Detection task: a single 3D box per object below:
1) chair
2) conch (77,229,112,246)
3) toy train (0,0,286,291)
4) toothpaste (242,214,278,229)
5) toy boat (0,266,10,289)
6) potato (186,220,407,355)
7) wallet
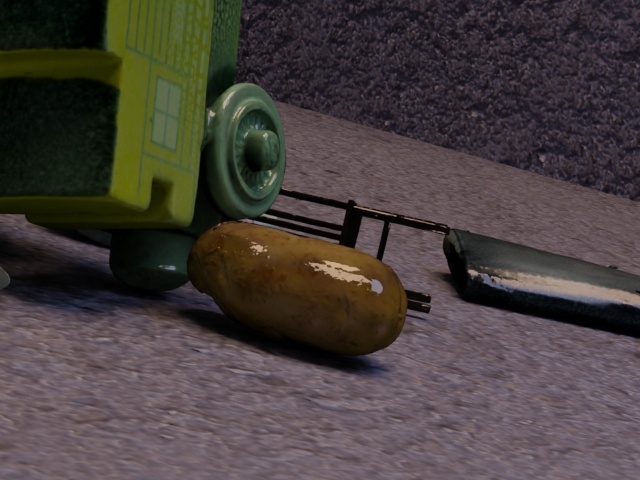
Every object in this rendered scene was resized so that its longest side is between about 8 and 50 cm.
[{"bbox_3d":[0.000,0.000,1.656,0.212,0.084,0.101,13,3,2],"label":"chair"},{"bbox_3d":[-0.171,-0.052,1.653,0.153,0.102,0.135,17,34,18],"label":"conch"},{"bbox_3d":[-0.141,-0.191,1.409,0.179,0.442,0.272,0,-10,27],"label":"toy train"},{"bbox_3d":[-0.141,-0.019,1.745,0.205,0.036,0.056,6,12,-16],"label":"toothpaste"},{"bbox_3d":[-0.246,0.023,1.224,0.105,0.034,0.149,7,9,-28],"label":"toy boat"},{"bbox_3d":[-0.018,0.034,1.360,0.170,0.080,0.107,12,14,22],"label":"potato"},{"bbox_3d":[0.308,0.059,1.867,0.379,0.046,0.191,13,9,-5],"label":"wallet"}]
